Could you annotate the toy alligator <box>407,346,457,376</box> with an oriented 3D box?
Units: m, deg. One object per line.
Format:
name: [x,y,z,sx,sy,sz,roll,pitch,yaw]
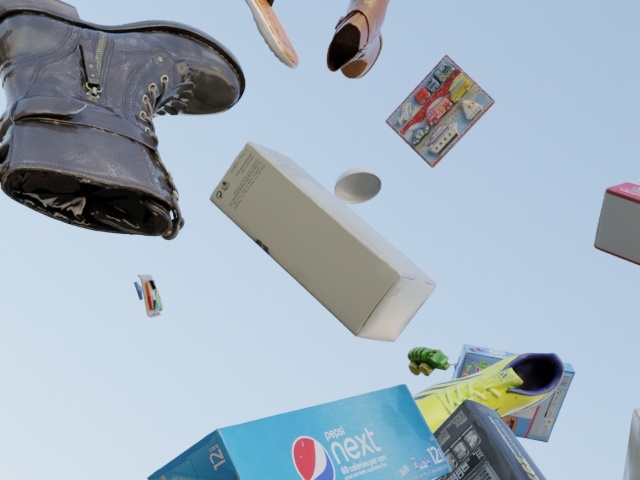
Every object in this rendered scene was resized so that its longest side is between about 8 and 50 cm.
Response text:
toy alligator: [0.226,0.240,2.174,0.051,0.056,0.190,55,-26,-13]

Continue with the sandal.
sandal: [-0.081,-0.382,1.602,0.076,0.102,0.265,-32,-97,13]

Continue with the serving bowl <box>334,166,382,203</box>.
serving bowl: [0.063,-0.100,1.848,0.083,0.027,0.083,-7,-38,-5]

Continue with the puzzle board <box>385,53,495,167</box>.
puzzle board: [0.165,-0.179,1.483,0.096,0.011,0.128,46,-73,10]

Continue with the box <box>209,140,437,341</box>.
box: [0.000,0.000,1.286,0.275,0.094,0.113,43,13,29]

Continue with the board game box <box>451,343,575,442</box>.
board game box: [0.345,0.285,1.982,0.211,0.039,0.160,11,-67,-10]

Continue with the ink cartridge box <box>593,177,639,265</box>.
ink cartridge box: [0.338,-0.018,0.962,0.109,0.150,0.063,24,-61,42]

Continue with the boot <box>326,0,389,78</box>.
boot: [0.044,-0.285,1.565,0.073,0.152,0.197,21,-43,6]

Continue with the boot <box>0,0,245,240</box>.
boot: [-0.149,-0.084,0.835,0.263,0.229,0.091,7,-50,-35]

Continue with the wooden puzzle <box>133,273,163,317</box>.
wooden puzzle: [-0.275,0.088,1.733,0.014,0.116,0.078,-15,-85,5]

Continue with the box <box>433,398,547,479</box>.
box: [0.126,0.301,1.050,0.059,0.183,0.232,27,-71,-36]

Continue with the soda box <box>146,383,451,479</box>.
soda box: [-0.005,0.147,0.674,0.067,0.210,0.071,-37,-109,28]

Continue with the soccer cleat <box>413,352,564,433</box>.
soccer cleat: [0.233,0.227,1.565,0.093,0.289,0.121,63,-30,20]

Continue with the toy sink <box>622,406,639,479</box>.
toy sink: [0.360,0.225,0.823,0.234,0.131,0.153,2,-72,2]
